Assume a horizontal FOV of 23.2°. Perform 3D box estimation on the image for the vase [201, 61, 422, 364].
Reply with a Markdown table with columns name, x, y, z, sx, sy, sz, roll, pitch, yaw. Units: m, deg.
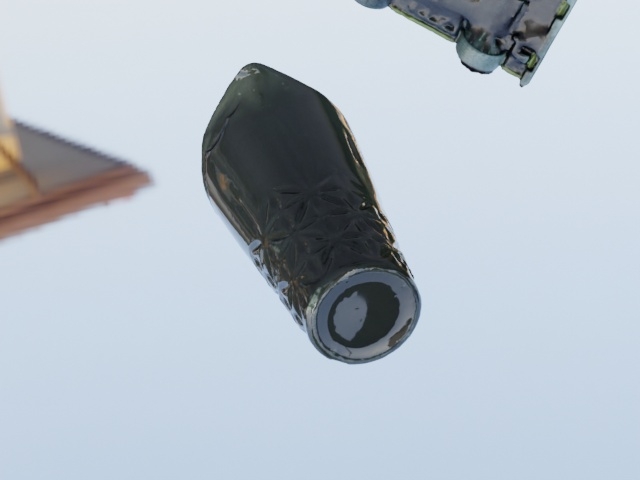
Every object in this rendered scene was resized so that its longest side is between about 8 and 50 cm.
| name | x | y | z | sx | sy | sz | roll | pitch | yaw |
| --- | --- | --- | --- | --- | --- | --- | --- | --- | --- |
| vase | 0.000 | 0.000 | 1.414 | 0.156 | 0.251 | 0.301 | -20 | -148 | -6 |

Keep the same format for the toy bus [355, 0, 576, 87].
| name | x | y | z | sx | sy | sz | roll | pitch | yaw |
| --- | --- | --- | --- | --- | --- | --- | --- | --- | --- |
| toy bus | 0.081 | -0.186 | 0.999 | 0.175 | 0.088 | 0.101 | 29 | -139 | 2 |
